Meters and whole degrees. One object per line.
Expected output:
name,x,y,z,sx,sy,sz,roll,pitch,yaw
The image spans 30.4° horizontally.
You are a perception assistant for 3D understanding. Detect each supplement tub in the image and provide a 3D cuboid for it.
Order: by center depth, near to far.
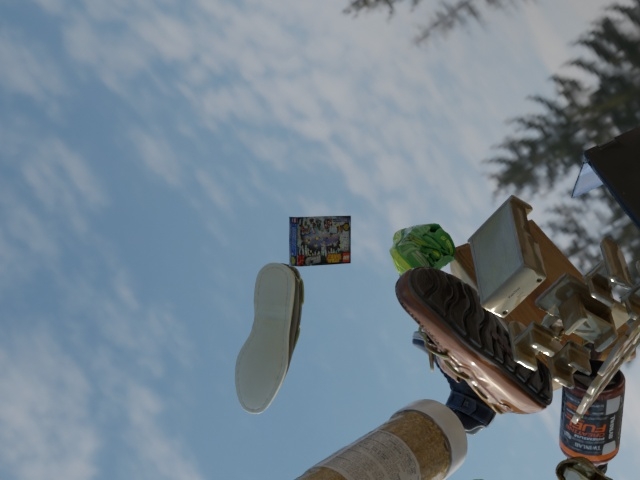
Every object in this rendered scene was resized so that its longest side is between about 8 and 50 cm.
supplement tub,0.461,0.309,2.007,0.106,0.106,0.198,-75,-16,-62

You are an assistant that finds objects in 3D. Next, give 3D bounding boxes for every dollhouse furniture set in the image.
dollhouse furniture set,0.356,0.066,1.779,0.242,0.212,0.161,28,-146,-22

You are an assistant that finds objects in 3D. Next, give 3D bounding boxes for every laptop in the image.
laptop,0.655,-0.113,1.973,0.408,0.381,0.236,-113,-2,-49

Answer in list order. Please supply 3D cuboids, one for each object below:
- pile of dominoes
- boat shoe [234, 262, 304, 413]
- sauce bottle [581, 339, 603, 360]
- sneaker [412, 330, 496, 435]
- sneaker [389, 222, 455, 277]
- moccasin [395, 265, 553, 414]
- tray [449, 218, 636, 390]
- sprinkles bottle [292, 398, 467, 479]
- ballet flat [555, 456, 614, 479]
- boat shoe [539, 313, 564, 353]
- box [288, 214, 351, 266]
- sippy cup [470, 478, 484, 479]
pile of dominoes,0.437,0.127,1.564,0.040,0.251,0.196,36,154,19
boat shoe,-0.095,0.195,2.359,0.091,0.109,0.305,4,-82,-69
sauce bottle,0.493,0.186,2.125,0.042,0.042,0.128,41,-127,-32
sneaker,0.247,0.280,2.275,0.226,0.163,0.086,26,177,28
sneaker,0.214,0.025,2.436,0.109,0.123,0.295,60,-167,-17
moccasin,0.245,0.179,2.008,0.380,0.147,0.139,39,-139,-36
tray,0.444,0.122,2.404,0.411,0.202,0.076,-123,18,-50
sprinkles bottle,0.066,0.331,1.622,0.355,0.121,0.121,-21,-102,-50
ballet flat,0.436,0.397,1.806,0.067,0.073,0.206,13,-171,-37
boat shoe,0.422,0.167,2.142,0.050,0.135,0.045,8,-121,-15
box,0.000,0.000,2.224,0.137,0.027,0.094,-3,-85,-41
sippy cup,0.289,0.635,2.616,0.240,0.224,0.306,-23,-80,-27
